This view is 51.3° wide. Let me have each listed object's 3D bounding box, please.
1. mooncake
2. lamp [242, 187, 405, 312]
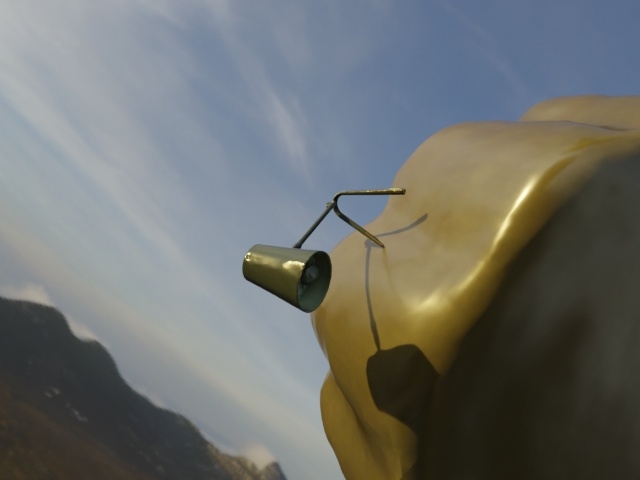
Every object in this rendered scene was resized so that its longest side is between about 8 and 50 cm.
[{"bbox_3d":[0.176,0.077,0.497,0.378,0.378,0.201,47,-3,-27],"label":"mooncake"},{"bbox_3d":[-0.001,0.000,0.381,0.054,0.121,0.041,14,-63,29],"label":"lamp"}]
